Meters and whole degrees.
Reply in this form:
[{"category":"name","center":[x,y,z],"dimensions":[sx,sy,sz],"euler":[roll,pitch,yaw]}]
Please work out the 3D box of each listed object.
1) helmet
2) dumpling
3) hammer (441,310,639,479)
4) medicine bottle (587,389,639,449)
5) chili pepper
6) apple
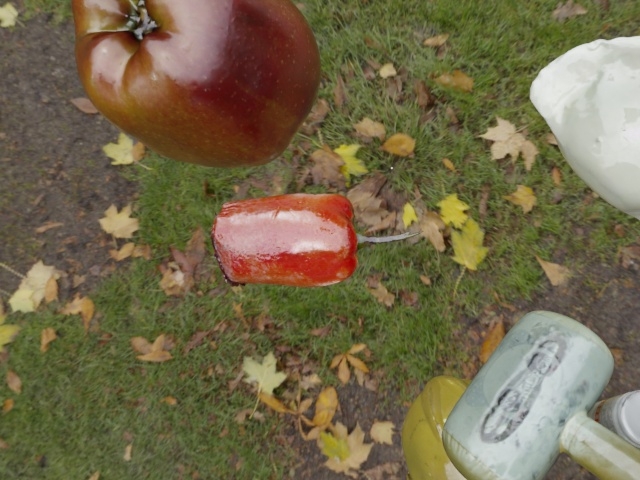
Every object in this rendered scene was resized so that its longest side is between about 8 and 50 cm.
[{"category":"helmet","center":[0.198,0.267,0.866],"dimensions":[0.205,0.257,0.140],"euler":[-21,91,1]},{"category":"dumpling","center":[0.355,-0.126,0.642],"dimensions":[0.252,0.131,0.179],"euler":[41,127,-3]},{"category":"hammer","center":[0.277,0.205,0.559],"dimensions":[0.305,0.113,0.202],"euler":[30,78,42]},{"category":"medicine bottle","center":[0.322,0.193,0.633],"dimensions":[0.057,0.089,0.057],"euler":[1,67,-3]},{"category":"chili pepper","center":[0.000,0.000,0.560],"dimensions":[0.192,0.086,0.084],"euler":[-4,64,6]},{"category":"apple","center":[-0.156,-0.239,0.791],"dimensions":[0.288,0.317,0.288],"euler":[-5,79,24]}]
